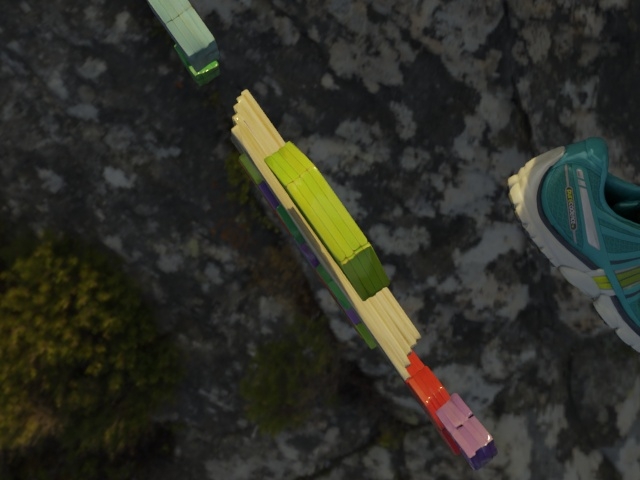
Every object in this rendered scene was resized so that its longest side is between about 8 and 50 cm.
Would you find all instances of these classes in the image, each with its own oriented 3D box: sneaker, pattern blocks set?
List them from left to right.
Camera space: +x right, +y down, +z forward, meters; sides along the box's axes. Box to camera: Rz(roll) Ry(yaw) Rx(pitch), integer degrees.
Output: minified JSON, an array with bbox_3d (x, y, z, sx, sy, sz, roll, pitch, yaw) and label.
[{"bbox_3d":[0.000,0.000,0.596,0.026,0.285,0.324,-35,80,-3],"label":"pattern blocks set"},{"bbox_3d":[0.287,0.015,0.891,0.110,0.107,0.275,-35,119,29],"label":"sneaker"}]
